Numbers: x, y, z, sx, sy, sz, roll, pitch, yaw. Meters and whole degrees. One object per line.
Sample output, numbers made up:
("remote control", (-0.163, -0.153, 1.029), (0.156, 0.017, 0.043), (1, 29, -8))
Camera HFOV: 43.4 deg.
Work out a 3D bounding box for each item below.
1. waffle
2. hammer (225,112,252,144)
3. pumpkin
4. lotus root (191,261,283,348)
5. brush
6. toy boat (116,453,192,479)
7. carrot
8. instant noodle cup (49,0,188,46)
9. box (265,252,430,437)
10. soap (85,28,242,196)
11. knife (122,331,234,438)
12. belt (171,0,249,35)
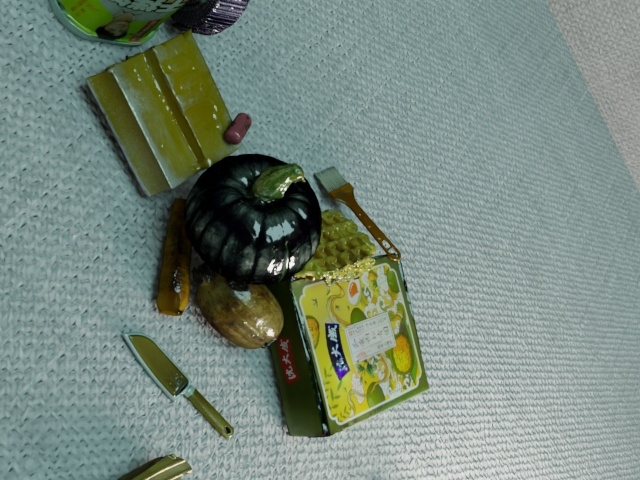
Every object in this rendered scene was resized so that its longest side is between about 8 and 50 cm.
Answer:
("waffle", (-0.002, 0.003, 1.898), (0.311, 0.060, 0.307), (12, 34, -22))
("hammer", (-0.178, -0.242, 1.749), (0.043, 0.043, 0.083), (48, 41, -26))
("pumpkin", (-0.131, -0.062, 1.650), (0.296, 0.296, 0.296), (13, 71, -43))
("lotus root", (-0.183, 0.138, 1.748), (0.260, 0.145, 0.128), (48, 8, -28))
("brush", (0.105, -0.067, 2.082), (0.090, 0.017, 0.314), (-28, 74, -43))
("toy boat", (-0.368, 0.511, 1.503), (0.310, 0.089, 0.115), (-25, 89, -45))
("carrot", (-0.301, 0.031, 1.708), (0.070, 0.070, 0.260), (23, 62, -40))
("instant noodle cup", (-0.363, -0.570, 1.616), (0.294, 0.308, 0.294), (14, 70, -43))
("box", (0.067, 0.244, 1.973), (0.420, 0.138, 0.373), (-11, 88, -46))
("soap", (-0.326, -0.271, 1.711), (0.259, 0.143, 0.281), (-42, 115, -43))
("knife", (-0.293, 0.306, 1.676), (0.343, 0.027, 0.061), (54, 53, -22))
("belt", (-0.251, -0.624, 1.773), (0.122, 0.260, 0.325), (-1, 91, -44))
